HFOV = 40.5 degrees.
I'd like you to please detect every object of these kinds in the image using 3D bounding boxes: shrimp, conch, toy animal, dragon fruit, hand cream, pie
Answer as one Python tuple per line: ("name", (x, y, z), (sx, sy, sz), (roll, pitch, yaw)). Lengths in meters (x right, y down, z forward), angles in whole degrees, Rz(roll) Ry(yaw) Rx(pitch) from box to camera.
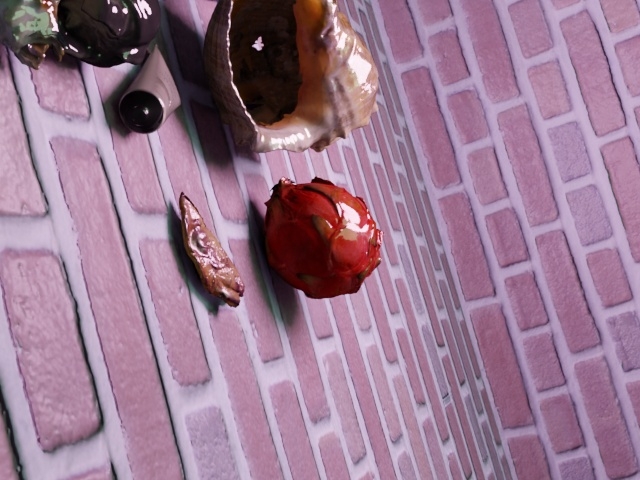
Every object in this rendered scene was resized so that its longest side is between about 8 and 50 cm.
("shrimp", (-0.331, -0.287, 0.751), (0.287, 0.068, 0.185), (38, 36, -57))
("conch", (-0.073, -0.267, 1.281), (0.297, 0.210, 0.352), (-50, 122, -40))
("toy animal", (-0.265, -0.352, 0.956), (0.168, 0.106, 0.343), (30, 42, -64))
("dragon fruit", (0.000, 0.000, 1.311), (0.209, 0.172, 0.172), (36, 28, -12))
("hand cream", (-0.204, -0.181, 1.068), (0.186, 0.054, 0.087), (-86, 157, -64))
("pie", (-0.136, 0.026, 1.091), (0.092, 0.034, 0.170), (-93, 158, -49))
